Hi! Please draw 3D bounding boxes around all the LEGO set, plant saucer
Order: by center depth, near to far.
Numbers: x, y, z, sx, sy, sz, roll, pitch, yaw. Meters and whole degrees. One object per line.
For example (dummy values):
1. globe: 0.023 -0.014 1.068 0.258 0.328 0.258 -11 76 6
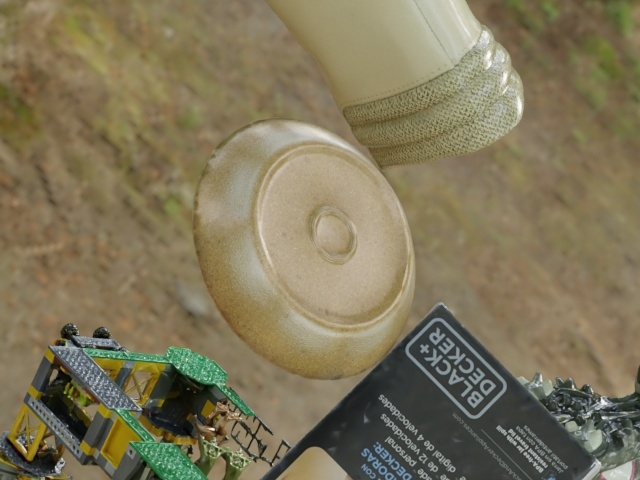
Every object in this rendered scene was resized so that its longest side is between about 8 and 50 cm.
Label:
1. plant saucer: 0.000 0.000 0.571 0.083 0.015 0.083 15 65 -33
2. LEGO set: -0.135 0.235 1.558 0.331 0.192 0.255 37 19 32

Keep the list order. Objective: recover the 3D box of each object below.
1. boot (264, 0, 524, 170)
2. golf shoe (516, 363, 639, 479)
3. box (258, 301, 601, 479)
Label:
1. boot: -0.002 -0.138 0.954 0.203 0.095 0.262 54 -11 -19
2. golf shoe: 0.146 0.126 0.980 0.105 0.272 0.120 -123 -161 -63
3. box: -0.034 0.165 0.737 0.087 0.290 0.169 46 -13 6
